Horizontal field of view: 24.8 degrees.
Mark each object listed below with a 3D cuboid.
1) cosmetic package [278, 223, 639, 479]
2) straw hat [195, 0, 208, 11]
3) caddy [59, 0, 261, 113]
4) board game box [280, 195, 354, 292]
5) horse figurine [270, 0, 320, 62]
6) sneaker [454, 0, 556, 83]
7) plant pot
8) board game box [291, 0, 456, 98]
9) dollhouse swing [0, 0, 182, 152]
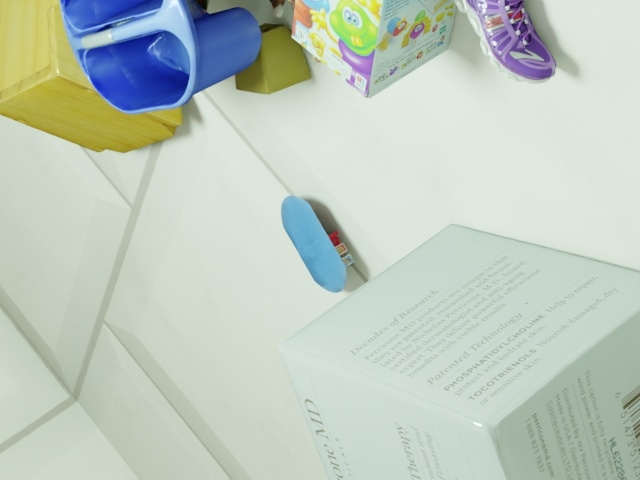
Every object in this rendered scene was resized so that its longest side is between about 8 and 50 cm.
[{"bbox_3d":[0.226,0.222,1.832,0.393,0.327,0.329,16,132,51],"label":"cosmetic package"},{"bbox_3d":[-0.183,-0.378,2.098,0.144,0.061,0.144,35,140,36],"label":"straw hat"},{"bbox_3d":[-0.242,-0.304,2.010,0.341,0.179,0.241,-1,113,55],"label":"caddy"},{"bbox_3d":[0.000,0.000,2.251,0.169,0.033,0.133,60,157,2],"label":"board game box"},{"bbox_3d":[-0.030,-0.355,1.854,0.263,0.066,0.174,90,169,-54],"label":"horse figurine"},{"bbox_3d":[0.210,-0.251,1.638,0.170,0.068,0.071,54,146,4],"label":"sneaker"},{"bbox_3d":[-0.073,-0.259,2.046,0.081,0.081,0.083,17,124,49],"label":"plant pot"},{"bbox_3d":[0.072,-0.329,1.683,0.142,0.144,0.275,42,148,24],"label":"board game box"},{"bbox_3d":[-0.388,-0.353,2.441,0.315,0.305,0.347,21,164,-27],"label":"dollhouse swing"}]
